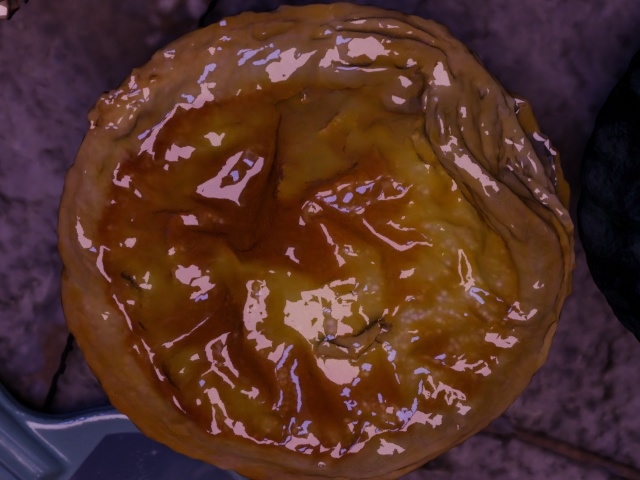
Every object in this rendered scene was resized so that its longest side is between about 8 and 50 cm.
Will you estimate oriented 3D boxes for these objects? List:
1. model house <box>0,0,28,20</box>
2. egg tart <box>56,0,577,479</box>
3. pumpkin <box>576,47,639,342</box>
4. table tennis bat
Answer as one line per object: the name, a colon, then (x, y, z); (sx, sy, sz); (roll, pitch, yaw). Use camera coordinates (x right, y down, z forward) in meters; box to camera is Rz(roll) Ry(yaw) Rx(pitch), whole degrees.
model house: (-0.214, -0.216, 0.632); (0.206, 0.178, 0.271); (2, 113, -1)
egg tart: (0.000, 0.000, 0.748); (0.241, 0.106, 0.241); (0, 112, 0)
pumpkin: (0.214, -0.020, 0.730); (0.202, 0.140, 0.202); (0, 107, 0)
table tennis bat: (-0.127, 0.124, 0.826); (0.149, 0.038, 0.237); (-39, 109, 12)
